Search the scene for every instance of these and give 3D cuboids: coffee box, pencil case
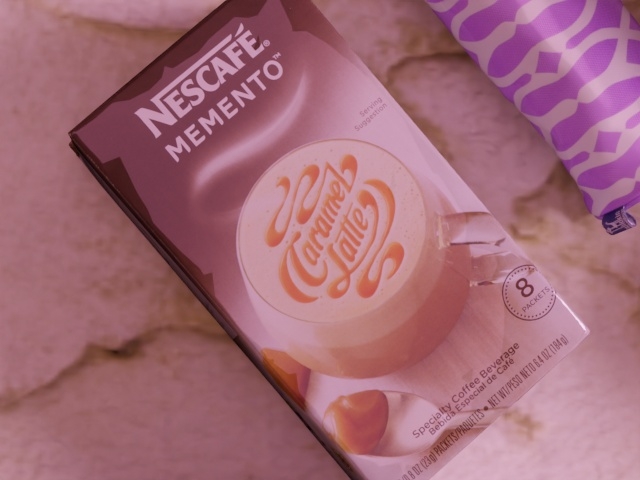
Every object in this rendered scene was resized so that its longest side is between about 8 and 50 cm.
[{"bbox_3d":[0.000,0.000,0.670,0.141,0.098,0.246,-41,93,-7],"label":"coffee box"},{"bbox_3d":[0.125,-0.107,0.696,0.086,0.088,0.206,-38,92,-26],"label":"pencil case"}]
